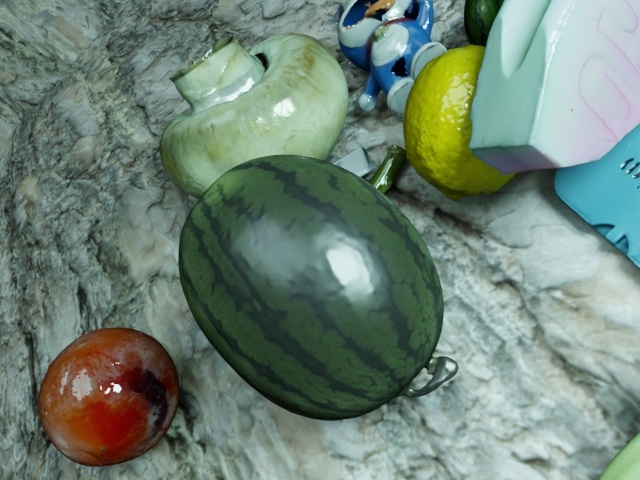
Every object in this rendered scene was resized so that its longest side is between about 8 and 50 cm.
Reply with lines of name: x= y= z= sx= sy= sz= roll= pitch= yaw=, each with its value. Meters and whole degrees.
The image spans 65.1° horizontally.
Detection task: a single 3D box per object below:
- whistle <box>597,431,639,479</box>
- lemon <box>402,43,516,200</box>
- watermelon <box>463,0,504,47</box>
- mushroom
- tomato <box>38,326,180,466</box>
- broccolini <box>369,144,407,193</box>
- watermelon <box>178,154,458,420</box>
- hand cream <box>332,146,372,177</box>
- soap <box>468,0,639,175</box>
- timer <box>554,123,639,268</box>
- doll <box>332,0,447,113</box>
whistle: x=0.362 y=0.121 z=0.430 sx=0.294 sy=0.141 sz=0.141 roll=-48 pitch=43 yaw=27
lemon: x=0.195 y=-0.156 z=0.665 sx=0.180 sy=0.180 sz=0.193 roll=42 pitch=104 yaw=44
watermelon: x=0.292 y=-0.309 z=0.689 sx=0.187 sy=0.188 sz=0.215 roll=0 pitch=82 yaw=37
mushroom: x=-0.123 y=-0.217 z=0.876 sx=0.352 sy=0.260 sz=0.352 roll=-28 pitch=29 yaw=17
tomato: x=-0.325 y=0.244 z=0.789 sx=0.184 sy=0.208 sz=0.208 roll=19 pitch=75 yaw=40
broccolini: x=0.002 y=0.001 z=0.783 sx=0.078 sy=0.074 sz=0.392 roll=31 pitch=85 yaw=37
watermelon: x=-0.004 y=0.057 z=0.606 sx=0.279 sy=0.279 sz=0.359 roll=-45 pitch=75 yaw=5
hand cream: x=-0.023 y=-0.076 z=0.869 sx=0.255 sy=0.048 sz=0.079 roll=-32 pitch=40 yaw=16
soap: x=0.290 y=-0.217 z=0.541 sx=0.324 sy=0.192 sz=0.109 roll=-63 pitch=26 yaw=-2
timer: x=0.420 y=-0.077 z=0.542 sx=0.250 sy=0.091 sz=0.232 roll=-47 pitch=46 yaw=20
doll: x=0.115 y=-0.338 z=0.856 sx=0.215 sy=0.161 sz=0.257 roll=-45 pitch=46 yaw=27
